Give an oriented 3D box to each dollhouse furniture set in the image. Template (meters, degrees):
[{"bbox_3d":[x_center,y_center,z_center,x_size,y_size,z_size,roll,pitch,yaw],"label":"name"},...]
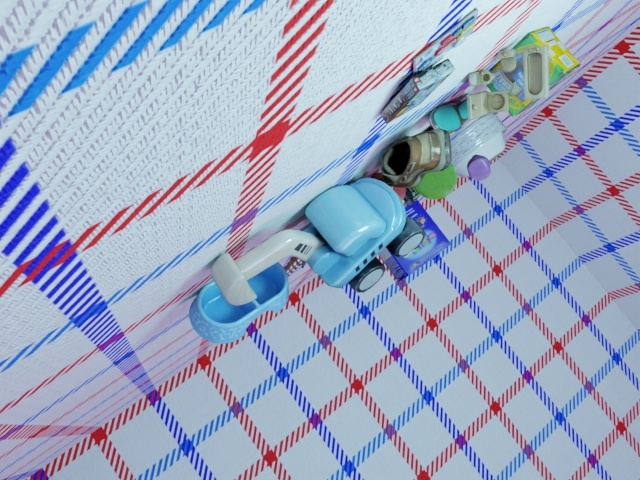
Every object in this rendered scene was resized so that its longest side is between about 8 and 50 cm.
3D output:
[{"bbox_3d":[0.427,-0.360,1.251,0.151,0.144,0.123,4,-160,36],"label":"dollhouse furniture set"}]

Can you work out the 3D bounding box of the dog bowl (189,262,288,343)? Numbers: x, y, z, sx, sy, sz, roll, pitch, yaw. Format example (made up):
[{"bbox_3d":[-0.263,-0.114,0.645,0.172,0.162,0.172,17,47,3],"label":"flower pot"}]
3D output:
[{"bbox_3d":[-0.208,0.148,1.463,0.297,0.166,0.074,-32,161,-33],"label":"dog bowl"}]

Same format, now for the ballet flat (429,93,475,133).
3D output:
[{"bbox_3d":[0.334,-0.318,1.408,0.221,0.077,0.079,-32,-169,-35],"label":"ballet flat"}]

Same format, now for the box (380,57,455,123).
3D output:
[{"bbox_3d":[0.177,-0.274,1.013,0.094,0.027,0.137,-34,179,-23],"label":"box"}]

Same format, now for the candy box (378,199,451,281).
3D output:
[{"bbox_3d":[0.346,-0.031,2.308,0.268,0.317,0.122,-32,173,-26],"label":"candy box"}]

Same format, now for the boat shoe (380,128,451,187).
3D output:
[{"bbox_3d":[0.212,-0.208,1.393,0.120,0.122,0.324,-6,174,-15],"label":"boat shoe"}]

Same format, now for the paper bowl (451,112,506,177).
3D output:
[{"bbox_3d":[0.599,-0.354,2.133,0.284,0.148,0.284,-35,174,-4],"label":"paper bowl"}]

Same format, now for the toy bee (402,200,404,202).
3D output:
[{"bbox_3d":[0.213,-0.095,1.892,0.195,0.162,0.298,-38,173,0],"label":"toy bee"}]

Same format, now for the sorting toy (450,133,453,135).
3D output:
[{"bbox_3d":[0.324,-0.294,1.587,0.193,0.038,0.208,-38,176,7],"label":"sorting toy"}]

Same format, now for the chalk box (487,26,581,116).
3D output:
[{"bbox_3d":[0.516,-0.413,1.395,0.132,0.132,0.213,-31,172,-43],"label":"chalk box"}]

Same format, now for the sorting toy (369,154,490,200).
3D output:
[{"bbox_3d":[0.316,-0.199,1.640,0.366,0.127,0.126,-12,-154,15],"label":"sorting toy"}]

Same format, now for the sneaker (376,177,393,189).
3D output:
[{"bbox_3d":[0.152,-0.080,1.635,0.221,0.087,0.128,-48,146,9],"label":"sneaker"}]

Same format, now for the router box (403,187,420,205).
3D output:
[{"bbox_3d":[0.272,-0.180,1.762,0.038,0.122,0.092,-31,172,-8],"label":"router box"}]

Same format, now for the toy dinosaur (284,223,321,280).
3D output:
[{"bbox_3d":[0.000,0.000,1.682,0.322,0.164,0.218,-22,146,-11],"label":"toy dinosaur"}]

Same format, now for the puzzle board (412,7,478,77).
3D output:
[{"bbox_3d":[0.211,-0.329,0.929,0.128,0.011,0.096,-37,173,8],"label":"puzzle board"}]

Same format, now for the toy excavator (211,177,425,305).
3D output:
[{"bbox_3d":[-0.006,0.000,1.364,0.433,0.222,0.445,-44,152,11],"label":"toy excavator"}]
